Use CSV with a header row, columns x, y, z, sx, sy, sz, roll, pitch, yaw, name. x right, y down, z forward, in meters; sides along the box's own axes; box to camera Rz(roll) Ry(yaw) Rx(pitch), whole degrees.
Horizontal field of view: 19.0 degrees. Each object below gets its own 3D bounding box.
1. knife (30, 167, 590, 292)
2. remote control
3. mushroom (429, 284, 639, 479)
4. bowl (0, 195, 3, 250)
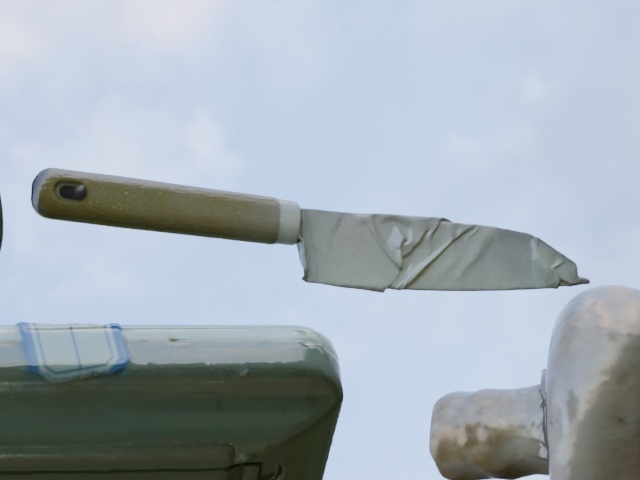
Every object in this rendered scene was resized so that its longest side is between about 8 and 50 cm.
x,y,z,sx,sy,sz,roll,pitch,yaw,name
-0.001,0.001,0.980,0.298,0.047,0.017,6,-25,-16,knife
-0.159,0.099,0.958,0.335,0.065,0.128,0,-39,-10,remote control
0.199,0.126,1.421,0.206,0.209,0.206,-39,-36,-37,mushroom
-0.256,-0.027,1.108,0.112,0.211,0.211,-16,-43,-27,bowl
